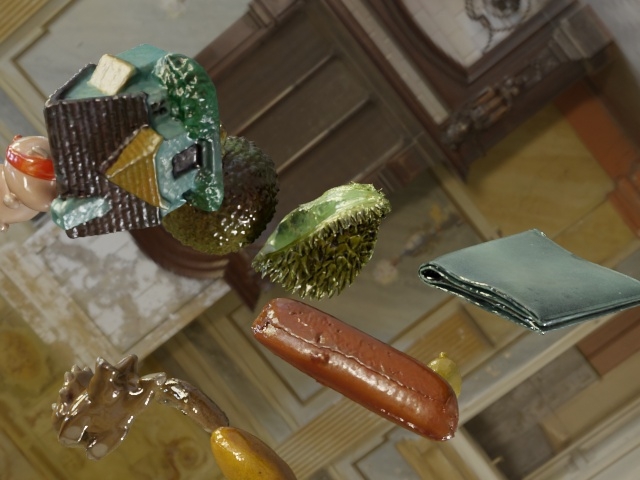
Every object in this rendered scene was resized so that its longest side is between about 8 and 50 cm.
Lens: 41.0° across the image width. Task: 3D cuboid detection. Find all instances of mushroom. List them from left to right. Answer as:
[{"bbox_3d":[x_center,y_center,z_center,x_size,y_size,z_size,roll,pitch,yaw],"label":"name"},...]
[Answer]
[{"bbox_3d":[-0.297,0.367,1.945,0.209,0.072,0.094,19,156,36],"label":"mushroom"}]

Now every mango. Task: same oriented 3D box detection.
[{"bbox_3d":[-0.131,0.448,1.664,0.227,0.109,0.147,47,162,-9],"label":"mango"}]

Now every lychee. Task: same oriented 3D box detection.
[{"bbox_3d":[-0.220,-0.103,1.801,0.320,0.270,0.270,58,-176,-34],"label":"lychee"}]

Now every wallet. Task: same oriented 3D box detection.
[{"bbox_3d":[0.335,0.058,1.354,0.290,0.251,0.054,26,124,54],"label":"wallet"}]

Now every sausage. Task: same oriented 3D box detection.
[{"bbox_3d":[0.053,0.179,1.222,0.330,0.102,0.102,28,-175,10],"label":"sausage"}]

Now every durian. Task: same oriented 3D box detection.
[{"bbox_3d":[0.008,0.007,1.823,0.163,0.394,0.198,40,-139,-22],"label":"durian"}]

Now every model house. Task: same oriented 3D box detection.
[{"bbox_3d":[-0.325,-0.146,1.390,0.230,0.249,0.280,26,133,32],"label":"model house"}]

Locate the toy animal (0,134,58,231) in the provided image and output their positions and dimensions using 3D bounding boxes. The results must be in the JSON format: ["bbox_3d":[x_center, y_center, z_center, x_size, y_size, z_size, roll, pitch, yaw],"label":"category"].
[{"bbox_3d":[-0.547,-0.118,1.626,0.171,0.197,0.171,46,-154,-30],"label":"toy animal"}]

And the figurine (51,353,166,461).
[{"bbox_3d":[-0.453,0.324,1.774,0.177,0.247,0.173,20,-164,-24],"label":"figurine"}]

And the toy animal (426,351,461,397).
[{"bbox_3d":[0.191,0.249,1.464,0.159,0.070,0.083,-16,-72,-64],"label":"toy animal"}]
